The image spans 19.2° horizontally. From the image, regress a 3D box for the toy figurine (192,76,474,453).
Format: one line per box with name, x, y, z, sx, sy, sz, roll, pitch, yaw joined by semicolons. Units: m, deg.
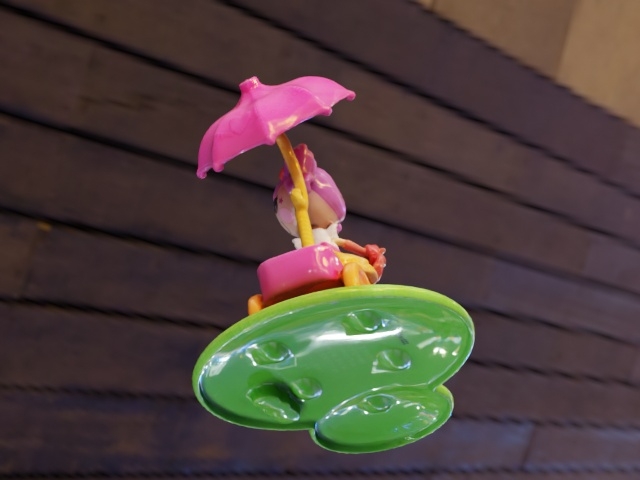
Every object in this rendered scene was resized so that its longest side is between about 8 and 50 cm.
toy figurine;0.000;0.000;0.912;0.173;0.130;0.159;51;23;-57
